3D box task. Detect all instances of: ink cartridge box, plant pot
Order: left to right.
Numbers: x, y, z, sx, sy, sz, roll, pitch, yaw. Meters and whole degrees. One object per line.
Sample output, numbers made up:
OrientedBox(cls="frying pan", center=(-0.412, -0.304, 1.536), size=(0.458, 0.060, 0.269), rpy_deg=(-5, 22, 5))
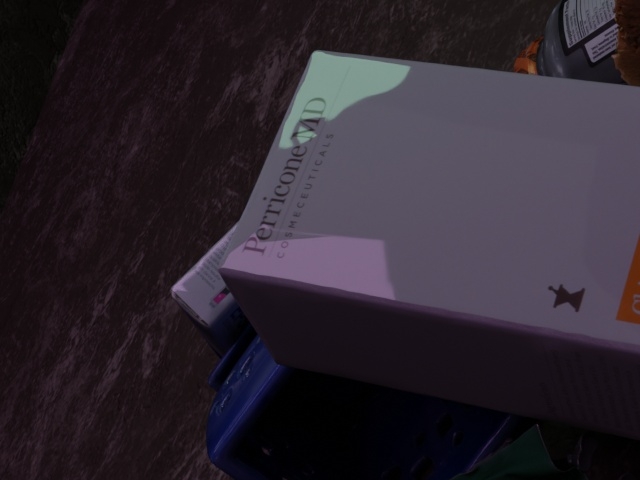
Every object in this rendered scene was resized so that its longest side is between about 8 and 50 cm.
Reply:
OrientedBox(cls="ink cartridge box", center=(0.000, 0.000, 1.579), size=(0.330, 0.071, 0.324), rpy_deg=(-44, -16, -7))
OrientedBox(cls="plant pot", center=(0.034, 0.139, 1.412), size=(0.236, 0.236, 0.212), rpy_deg=(-52, 19, 8))

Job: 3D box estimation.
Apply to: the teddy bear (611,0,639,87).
OrientedBox(cls="teddy bear", center=(0.397, -0.174, 1.101), size=(0.338, 0.245, 0.113), rpy_deg=(-7, 23, 29))

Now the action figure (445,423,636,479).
OrientedBox(cls="action figure", center=(0.166, 0.219, 1.234), size=(0.063, 0.137, 0.232), rpy_deg=(-43, 7, -35))

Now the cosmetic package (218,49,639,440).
OrientedBox(cls="cosmetic package", center=(0.179, 0.006, 1.130), size=(0.453, 0.161, 0.230), rpy_deg=(9, 62, 24))

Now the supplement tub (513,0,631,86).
OrientedBox(cls="supplement tub", center=(0.339, -0.188, 1.309), size=(0.316, 0.194, 0.193), rpy_deg=(-33, 33, 39))
